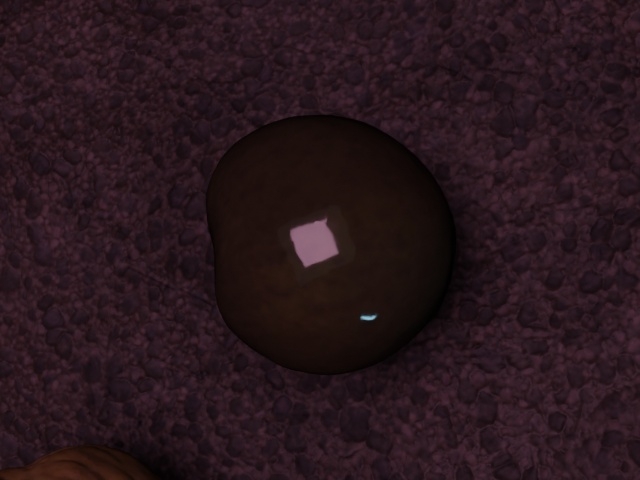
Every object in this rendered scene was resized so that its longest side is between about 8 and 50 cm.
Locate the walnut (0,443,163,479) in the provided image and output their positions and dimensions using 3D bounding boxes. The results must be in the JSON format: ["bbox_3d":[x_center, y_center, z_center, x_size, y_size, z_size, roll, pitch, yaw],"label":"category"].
[{"bbox_3d":[-0.232,0.349,1.071,0.277,0.252,0.313,-44,64,20],"label":"walnut"}]

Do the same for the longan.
[{"bbox_3d":[0.000,0.000,1.067,0.248,0.248,0.248,-4,79,20],"label":"longan"}]
